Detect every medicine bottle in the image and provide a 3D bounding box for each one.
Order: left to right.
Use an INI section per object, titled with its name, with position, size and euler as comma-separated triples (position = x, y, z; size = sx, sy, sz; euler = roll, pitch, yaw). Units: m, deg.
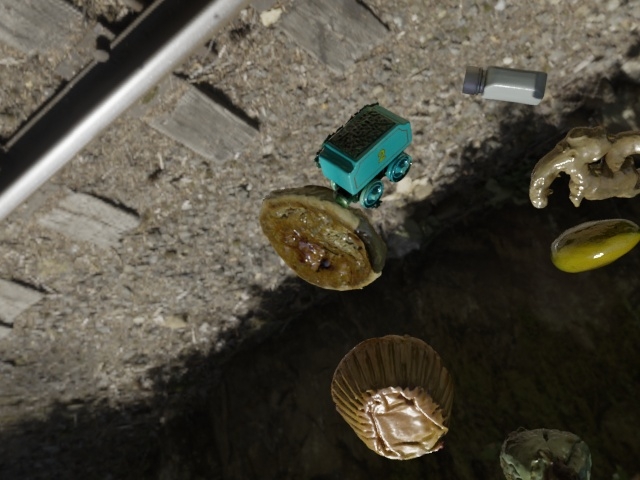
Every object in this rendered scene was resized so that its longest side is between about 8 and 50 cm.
[medicine bottle]
position = 0.429, -0.366, 1.518
size = 0.183, 0.069, 0.119
euler = 8, 180, 9

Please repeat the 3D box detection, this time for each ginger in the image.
[ginger]
position = 0.458, -0.113, 0.998
size = 0.258, 0.065, 0.149
euler = -1, 138, -9

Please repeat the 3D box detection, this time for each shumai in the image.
[shumai]
position = 0.431, 0.449, 1.269
size = 0.184, 0.184, 0.142
euler = -27, 150, 15

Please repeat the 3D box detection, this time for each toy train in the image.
[toy train]
position = 0.094, -0.168, 1.297
size = 0.203, 0.112, 0.163
euler = -45, 149, -18

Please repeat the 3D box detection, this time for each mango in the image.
[mango]
position = 0.466, 0.007, 1.121
size = 0.122, 0.085, 0.191
euler = -13, 168, 2

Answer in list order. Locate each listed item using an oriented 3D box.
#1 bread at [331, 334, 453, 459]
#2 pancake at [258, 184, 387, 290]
[bread]
position = 0.157, 0.338, 1.390
size = 0.274, 0.149, 0.274
euler = 1, 112, 2
[pancake]
position = 0.001, -0.002, 1.571
size = 0.356, 0.065, 0.356
euler = 21, 144, 16
